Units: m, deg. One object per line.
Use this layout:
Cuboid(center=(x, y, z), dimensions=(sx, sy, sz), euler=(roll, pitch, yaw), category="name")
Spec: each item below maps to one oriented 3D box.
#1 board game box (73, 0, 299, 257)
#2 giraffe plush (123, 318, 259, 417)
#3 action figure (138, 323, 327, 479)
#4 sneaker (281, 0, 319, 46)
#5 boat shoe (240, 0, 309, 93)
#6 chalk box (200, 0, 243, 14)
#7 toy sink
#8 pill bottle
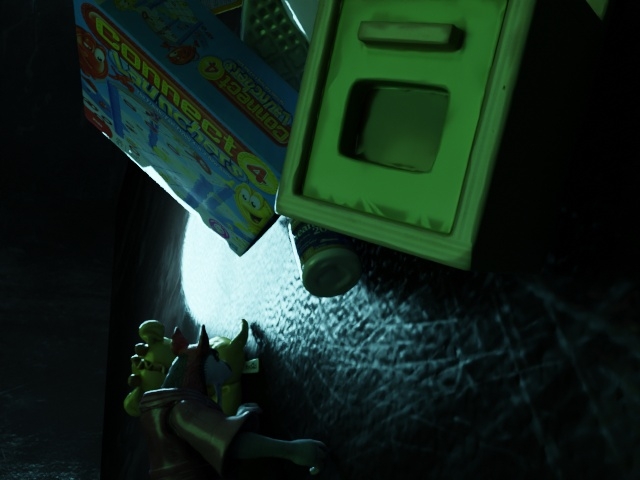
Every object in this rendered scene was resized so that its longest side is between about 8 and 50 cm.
Cuboid(center=(-0.155, -0.144, 0.754), dimensions=(0.086, 0.308, 0.302), euler=(-49, 3, -23), category="board game box")
Cuboid(center=(-0.210, 0.206, 0.931), dimensions=(0.210, 0.171, 0.181), euler=(-50, 37, 48), category="giraffe plush")
Cuboid(center=(-0.149, 0.279, 0.679), dimensions=(0.248, 0.276, 0.370), euler=(134, 126, -61), category="action figure")
Cuboid(center=(0.035, -0.151, 0.518), dimensions=(0.085, 0.237, 0.086), euler=(-9, 73, 20), category="sneaker")
Cuboid(center=(0.028, -0.375, 0.597), dimensions=(0.156, 0.187, 0.500), euler=(-76, 4, -48), category="boat shoe")
Cuboid(center=(-0.187, -0.438, 0.757), dimensions=(0.289, 0.179, 0.180), euler=(57, 162, 28), category="chalk box")
Cuboid(center=(0.082, -0.110, 0.399), dimensions=(0.153, 0.131, 0.234), euler=(19, 98, 38), category="toy sink")
Cuboid(center=(0.000, 0.000, 0.676), dimensions=(0.067, 0.067, 0.120), euler=(-63, 29, 33), category="pill bottle")
